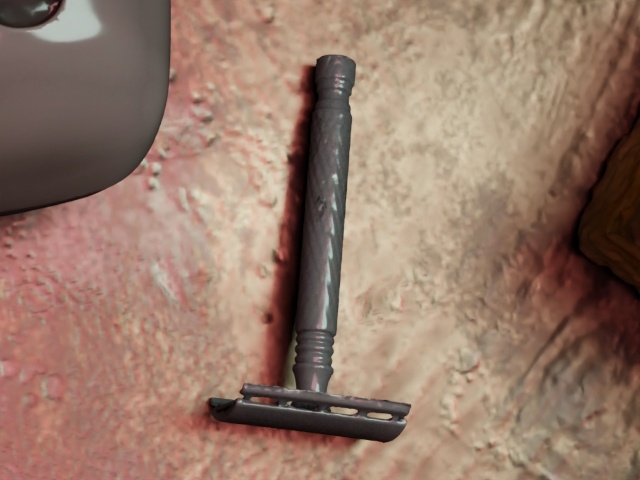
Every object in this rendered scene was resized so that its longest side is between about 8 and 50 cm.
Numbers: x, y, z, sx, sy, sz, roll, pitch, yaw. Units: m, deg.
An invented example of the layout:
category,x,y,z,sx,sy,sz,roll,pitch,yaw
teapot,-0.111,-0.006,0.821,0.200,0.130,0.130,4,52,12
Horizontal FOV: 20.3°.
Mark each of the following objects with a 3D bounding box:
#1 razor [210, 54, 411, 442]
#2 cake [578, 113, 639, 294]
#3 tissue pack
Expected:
category,x,y,z,sx,sy,sz,roll,pitch,yaw
razor,0.000,0.000,1.070,0.106,0.068,0.232,9,75,-20
cake,0.338,-0.044,1.074,0.222,0.286,0.227,32,74,-14
tissue pack,-0.199,-0.177,0.922,0.229,0.236,0.333,-8,87,-22
